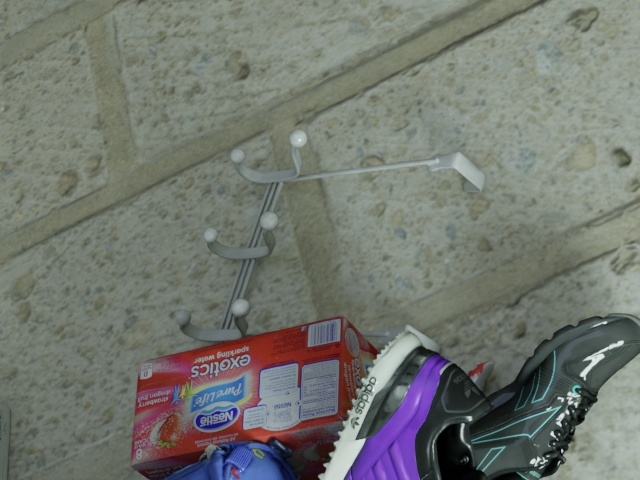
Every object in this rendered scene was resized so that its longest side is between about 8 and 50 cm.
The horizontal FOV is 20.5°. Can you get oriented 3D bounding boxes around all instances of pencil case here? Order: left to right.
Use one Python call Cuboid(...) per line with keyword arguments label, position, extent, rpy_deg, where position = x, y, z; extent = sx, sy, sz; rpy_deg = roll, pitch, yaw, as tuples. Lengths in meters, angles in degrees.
Cuboid(label="pencil case", position=(-0.158, 0.304, 1.824), extent=(0.306, 0.133, 0.119), rpy_deg=(-29, 4, 30))

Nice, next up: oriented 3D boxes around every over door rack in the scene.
Cuboid(label="over door rack", position=(0.000, 0.000, 1.981), extent=(0.324, 0.108, 0.239), rpy_deg=(2, 63, 32))

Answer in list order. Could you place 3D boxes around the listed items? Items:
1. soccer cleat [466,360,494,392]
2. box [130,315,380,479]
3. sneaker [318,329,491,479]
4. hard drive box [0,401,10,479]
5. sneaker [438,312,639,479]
Cuboid(label="soccer cleat", position=(0.156, 0.162, 1.833), extent=(0.083, 0.029, 0.035), rpy_deg=(-49, 57, -1))
Cuboid(label="box", position=(-0.063, 0.184, 1.886), extent=(0.257, 0.122, 0.128), rpy_deg=(-14, 54, 23))
Cuboid(label="sneaker", position=(0.079, 0.245, 1.720), extent=(0.146, 0.102, 0.293), rpy_deg=(29, 115, 20))
Cuboid(label="hard drive box", position=(-0.459, 0.232, 2.026), extent=(0.089, 0.232, 0.181), rpy_deg=(-19, 52, 19))
Cuboid(label="sneaker", position=(0.223, 0.175, 1.752), extent=(0.267, 0.101, 0.106), rpy_deg=(-39, 57, 16))
